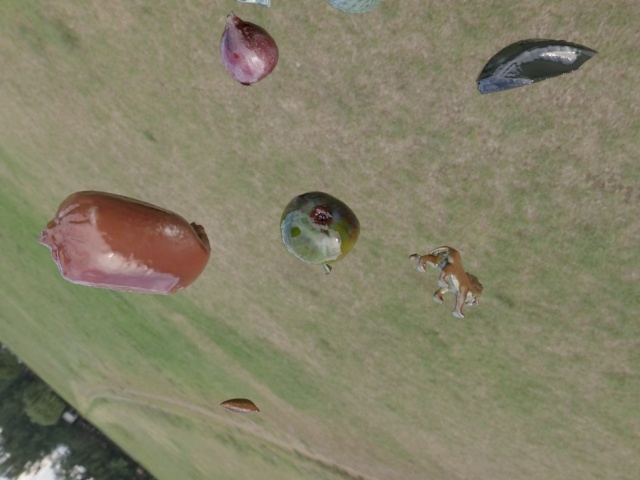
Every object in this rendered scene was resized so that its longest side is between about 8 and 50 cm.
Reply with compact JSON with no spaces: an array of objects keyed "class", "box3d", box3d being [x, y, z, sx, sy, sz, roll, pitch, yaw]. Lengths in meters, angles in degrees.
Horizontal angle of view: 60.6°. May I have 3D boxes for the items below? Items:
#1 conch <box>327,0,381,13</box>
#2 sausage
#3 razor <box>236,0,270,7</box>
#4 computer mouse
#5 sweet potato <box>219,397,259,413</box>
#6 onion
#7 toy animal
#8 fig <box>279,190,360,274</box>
[{"class":"conch","box3d":[0.046,-0.407,0.822,0.135,0.102,0.153,-28,120,34]},{"class":"sausage","box3d":[-0.273,0.009,0.803,0.148,0.148,0.255,6,171,46]},{"class":"razor","box3d":[-0.236,-0.628,1.305,0.111,0.056,0.278,29,-169,25]},{"class":"computer mouse","box3d":[0.229,-0.195,0.590,0.079,0.135,0.047,-128,23,-72]},{"class":"sweet potato","box3d":[-0.176,0.362,1.201,0.095,0.034,0.034,19,162,-28]},{"class":"onion","box3d":[-0.200,-0.517,1.452,0.160,0.159,0.194,15,150,38]},{"class":"toy animal","box3d":[0.397,0.110,1.637,0.097,0.157,0.312,10,142,49]},{"class":"fig","box3d":[0.000,0.000,1.069,0.149,0.149,0.245,32,162,13]}]
